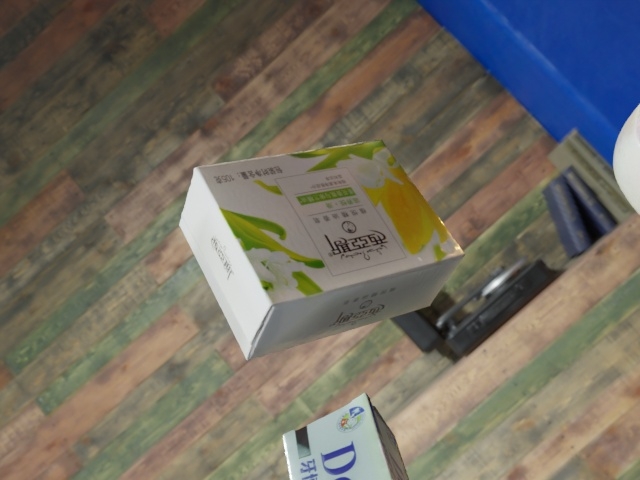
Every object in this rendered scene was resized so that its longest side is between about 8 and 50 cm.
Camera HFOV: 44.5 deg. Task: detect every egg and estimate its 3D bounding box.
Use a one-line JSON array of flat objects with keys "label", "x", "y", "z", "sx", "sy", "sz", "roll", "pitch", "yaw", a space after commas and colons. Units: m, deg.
[{"label": "egg", "x": 0.476, "y": -0.105, "z": 1.050, "sx": 0.271, "sy": 0.162, "sz": 0.206, "roll": -46, "pitch": -34, "yaw": -44}]

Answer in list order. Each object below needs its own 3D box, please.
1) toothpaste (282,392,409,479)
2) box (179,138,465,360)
[{"label": "toothpaste", "x": 0.040, "y": 0.242, "z": 0.494, "sx": 0.081, "sy": 0.067, "sz": 0.336, "roll": -28, "pitch": 32, "yaw": 6}, {"label": "box", "x": 0.000, "y": 0.000, "z": 0.884, "sx": 0.260, "sy": 0.194, "sz": 0.111, "roll": -12, "pitch": -34, "yaw": -34}]
